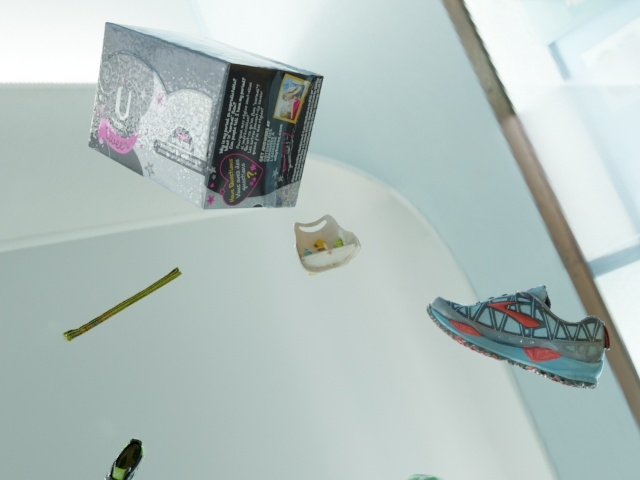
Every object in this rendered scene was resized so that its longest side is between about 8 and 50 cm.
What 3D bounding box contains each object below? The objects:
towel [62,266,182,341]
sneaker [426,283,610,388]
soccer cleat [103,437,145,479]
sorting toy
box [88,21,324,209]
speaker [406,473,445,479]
[{"bbox_3d":[-0.369,0.119,1.469,0.237,0.102,0.021,-32,-85,-21],"label":"towel"},{"bbox_3d":[0.287,0.119,1.155,0.125,0.262,0.104,-68,-20,-7],"label":"sneaker"},{"bbox_3d":[-0.357,0.427,1.379,0.060,0.072,0.178,20,-123,1],"label":"soccer cleat"},{"bbox_3d":[0.000,0.000,1.033,0.083,0.044,0.075,-15,-122,-13],"label":"sorting toy"},{"bbox_3d":[-0.142,-0.146,0.916,0.142,0.247,0.163,-3,-67,-44],"label":"box"},{"bbox_3d":[0.271,0.484,1.305,0.131,0.297,0.131,-18,-67,-50],"label":"speaker"}]
